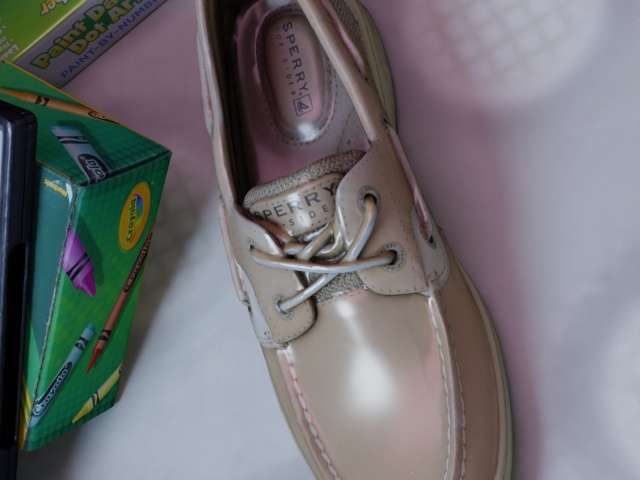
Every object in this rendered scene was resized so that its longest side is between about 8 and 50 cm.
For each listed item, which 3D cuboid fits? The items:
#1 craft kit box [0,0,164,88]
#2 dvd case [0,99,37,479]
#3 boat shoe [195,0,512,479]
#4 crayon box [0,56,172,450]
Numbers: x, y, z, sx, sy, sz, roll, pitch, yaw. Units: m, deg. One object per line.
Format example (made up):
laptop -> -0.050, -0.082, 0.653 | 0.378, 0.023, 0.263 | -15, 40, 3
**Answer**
craft kit box -> -0.194, -0.213, 1.095 | 0.250, 0.061, 0.247 | -38, 61, 9
dvd case -> -0.228, 0.026, 0.942 | 0.180, 0.022, 0.253 | 21, 117, 28
boat shoe -> 0.000, 0.000, 0.915 | 0.121, 0.110, 0.341 | -25, 66, 15
crayon box -> -0.224, -0.027, 0.988 | 0.278, 0.081, 0.165 | 29, 120, 24
